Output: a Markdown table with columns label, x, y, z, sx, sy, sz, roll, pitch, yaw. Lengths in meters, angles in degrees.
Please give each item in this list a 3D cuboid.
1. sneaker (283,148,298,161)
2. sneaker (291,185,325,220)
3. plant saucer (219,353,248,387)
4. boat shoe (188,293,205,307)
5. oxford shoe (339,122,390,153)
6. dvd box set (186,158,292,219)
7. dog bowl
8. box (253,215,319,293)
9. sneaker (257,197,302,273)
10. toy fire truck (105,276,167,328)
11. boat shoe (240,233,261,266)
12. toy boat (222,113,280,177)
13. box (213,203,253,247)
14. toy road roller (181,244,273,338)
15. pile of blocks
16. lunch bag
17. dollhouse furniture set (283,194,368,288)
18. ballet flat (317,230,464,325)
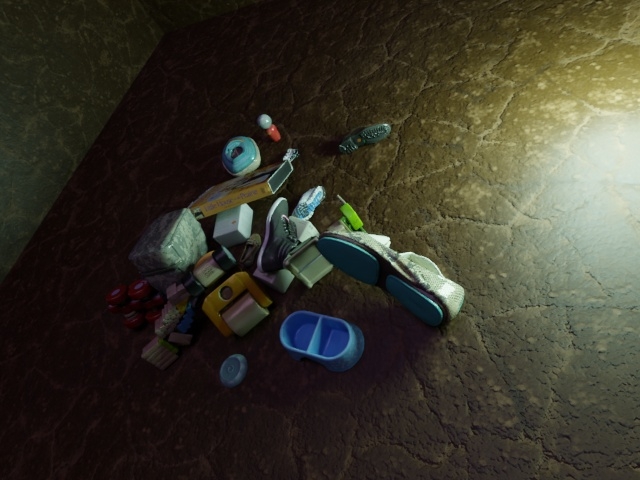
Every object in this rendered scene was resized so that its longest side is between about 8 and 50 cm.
| label | x | y | z | sx | sy | sz | roll | pitch | yaw |
| --- | --- | --- | --- | --- | --- | --- | --- | --- | --- |
| sneaker | -0.128 | -0.380 | 2.022 | 0.069 | 0.038 | 0.098 | -2 | 58 | 31 |
| sneaker | -0.061 | -0.145 | 1.801 | 0.083 | 0.071 | 0.190 | 7 | 46 | 46 |
| plant saucer | -0.309 | 0.451 | 1.557 | 0.119 | 0.021 | 0.119 | -16 | 51 | 21 |
| boat shoe | -0.472 | 0.190 | 1.812 | 0.063 | 0.066 | 0.184 | 30 | 74 | 27 |
| oxford shoe | 0.181 | -0.449 | 1.860 | 0.227 | 0.083 | 0.096 | -14 | 48 | 21 |
| dvd box set | -0.350 | -0.221 | 1.938 | 0.420 | 0.062 | 0.307 | -16 | 22 | 21 |
| dog bowl | -0.006 | 0.314 | 1.438 | 0.297 | 0.074 | 0.166 | 7 | 63 | 33 |
| box | -0.126 | 0.051 | 1.680 | 0.113 | 0.094 | 0.275 | 16 | 67 | 36 |
| sneaker | -0.120 | -0.019 | 1.600 | 0.147 | 0.104 | 0.295 | 0 | 65 | 26 |
| toy fire truck | -0.738 | 0.221 | 1.901 | 0.302 | 0.169 | 0.254 | -13 | 29 | 22 |
| boat shoe | -0.288 | 0.033 | 1.819 | 0.056 | 0.048 | 0.153 | 2 | 60 | 31 |
| toy boat | -0.344 | -0.460 | 2.132 | 0.318 | 0.148 | 0.267 | -39 | 47 | 1 |
| box | -0.373 | -0.071 | 1.914 | 0.130 | 0.091 | 0.170 | -16 | 51 | 20 |
| toy road roller | -0.335 | 0.184 | 1.676 | 0.202 | 0.240 | 0.329 | -40 | 85 | 0 |
| pile of blocks | -0.558 | 0.312 | 1.704 | 0.362 | 0.149 | 0.112 | -64 | 27 | 12 |
| lunch bag | -0.583 | 0.060 | 1.798 | 0.213 | 0.256 | 0.305 | -18 | 34 | 18 |
| dollhouse furniture set | 0.000 | 0.000 | 1.571 | 0.301 | 0.197 | 0.151 | -38 | 49 | 1 |
| ballet flat | 0.222 | 0.083 | 1.393 | 0.483 | 0.164 | 0.182 | 31 | 51 | 25 |
